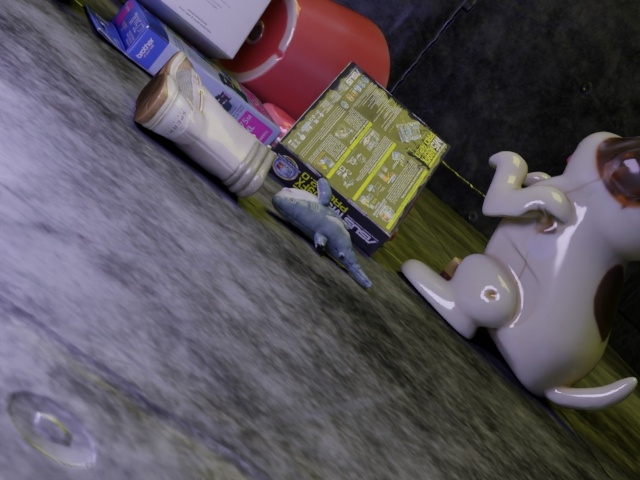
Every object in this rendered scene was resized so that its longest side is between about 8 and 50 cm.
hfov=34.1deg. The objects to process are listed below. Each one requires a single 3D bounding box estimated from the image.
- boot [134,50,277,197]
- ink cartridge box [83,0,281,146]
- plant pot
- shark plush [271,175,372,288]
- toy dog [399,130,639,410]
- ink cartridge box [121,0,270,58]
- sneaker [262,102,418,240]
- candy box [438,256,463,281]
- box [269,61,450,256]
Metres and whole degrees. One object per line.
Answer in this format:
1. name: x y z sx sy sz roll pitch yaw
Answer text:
1. boot: -0.131 -0.135 1.221 0.165 0.077 0.213 37 15 -17
2. ink cartridge box: -0.207 -0.261 1.565 0.311 0.065 0.186 34 11 -28
3. plant pot: -0.051 -0.318 1.819 0.275 0.275 0.243 47 13 35
4. shark plush: 0.000 0.000 1.288 0.161 0.073 0.067 60 26 -13
5. toy dog: 0.384 0.011 1.578 0.284 0.408 0.395 31 13 -44
6. ink cartridge box: -0.169 -0.429 1.641 0.168 0.233 0.171 36 -9 -28
7. sneaker: 0.033 -0.142 1.731 0.314 0.136 0.116 41 8 1
8. candy box: 0.297 0.091 1.974 0.109 0.053 0.186 45 11 18
9. box: 0.062 -0.132 1.604 0.216 0.060 0.270 40 44 -4
